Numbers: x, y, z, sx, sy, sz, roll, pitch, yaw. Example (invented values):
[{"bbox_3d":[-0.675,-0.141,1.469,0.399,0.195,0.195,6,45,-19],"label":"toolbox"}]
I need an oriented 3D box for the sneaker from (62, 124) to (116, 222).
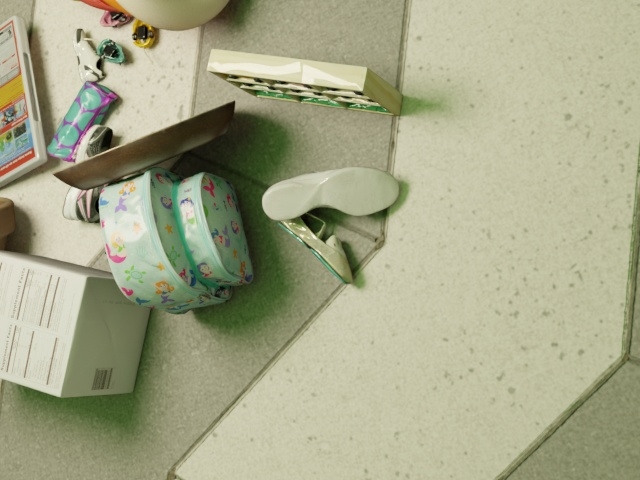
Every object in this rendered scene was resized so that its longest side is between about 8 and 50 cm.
[{"bbox_3d":[-0.388,-0.113,1.746,0.077,0.072,0.178,18,99,13],"label":"sneaker"}]

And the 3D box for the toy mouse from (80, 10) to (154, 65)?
[{"bbox_3d":[-0.360,-0.368,1.773,0.143,0.031,0.161,-11,76,19],"label":"toy mouse"}]

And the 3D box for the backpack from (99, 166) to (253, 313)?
[{"bbox_3d":[-0.228,-0.003,1.550,0.191,0.253,0.225,-19,76,21],"label":"backpack"}]

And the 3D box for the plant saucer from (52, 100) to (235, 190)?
[{"bbox_3d":[-0.272,-0.146,1.578,0.311,0.310,0.050,-18,101,21],"label":"plant saucer"}]

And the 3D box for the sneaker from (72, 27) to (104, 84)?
[{"bbox_3d":[-0.420,-0.336,1.800,0.044,0.040,0.109,-16,81,5],"label":"sneaker"}]

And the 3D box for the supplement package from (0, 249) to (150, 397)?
[{"bbox_3d":[-0.455,0.135,1.663,0.263,0.199,0.198,11,89,25],"label":"supplement package"}]

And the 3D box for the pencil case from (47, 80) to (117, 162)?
[{"bbox_3d":[-0.424,-0.210,1.766,0.070,0.064,0.151,37,100,39],"label":"pencil case"}]

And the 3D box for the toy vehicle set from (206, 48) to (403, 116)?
[{"bbox_3d":[-0.021,-0.244,1.537,0.267,0.166,0.035,11,88,25],"label":"toy vehicle set"}]

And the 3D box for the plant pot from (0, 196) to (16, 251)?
[{"bbox_3d":[-0.666,0.052,1.759,0.263,0.263,0.229,0,101,24],"label":"plant pot"}]

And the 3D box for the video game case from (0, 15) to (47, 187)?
[{"bbox_3d":[-0.599,-0.248,1.846,0.204,0.025,0.285,-21,75,35],"label":"video game case"}]

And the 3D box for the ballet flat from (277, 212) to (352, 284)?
[{"bbox_3d":[0.000,0.000,1.559,0.168,0.057,0.052,42,91,22],"label":"ballet flat"}]

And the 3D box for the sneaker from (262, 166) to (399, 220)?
[{"bbox_3d":[0.016,-0.084,1.554,0.212,0.094,0.080,-5,110,3],"label":"sneaker"}]

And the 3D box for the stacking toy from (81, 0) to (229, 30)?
[{"bbox_3d":[-0.398,-0.511,1.693,0.480,0.351,0.350,0,83,38],"label":"stacking toy"}]
